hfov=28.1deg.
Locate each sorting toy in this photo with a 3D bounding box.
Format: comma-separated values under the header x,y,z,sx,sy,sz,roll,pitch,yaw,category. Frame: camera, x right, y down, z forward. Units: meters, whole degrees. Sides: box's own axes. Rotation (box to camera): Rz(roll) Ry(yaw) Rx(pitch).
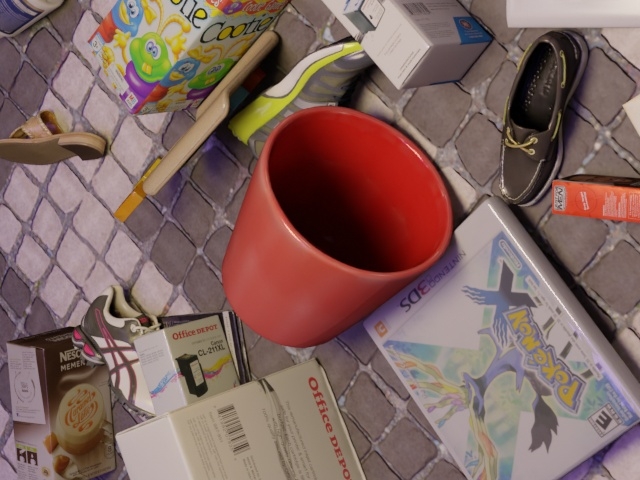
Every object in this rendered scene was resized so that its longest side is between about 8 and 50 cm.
x,y,z,sx,sy,sz,roll,pitch,yaw,category
-0.176,-0.150,1.831,0.041,0.229,0.307,39,126,-10,sorting toy

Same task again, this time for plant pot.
x,y,z,sx,sy,sz,roll,pitch,yaw,category
0.000,0.000,1.685,0.275,0.275,0.243,55,138,16,plant pot

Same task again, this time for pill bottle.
x,y,z,sx,sy,sz,roll,pitch,yaw,category
-0.505,-0.392,2.104,0.169,0.094,0.094,-23,84,39,pill bottle

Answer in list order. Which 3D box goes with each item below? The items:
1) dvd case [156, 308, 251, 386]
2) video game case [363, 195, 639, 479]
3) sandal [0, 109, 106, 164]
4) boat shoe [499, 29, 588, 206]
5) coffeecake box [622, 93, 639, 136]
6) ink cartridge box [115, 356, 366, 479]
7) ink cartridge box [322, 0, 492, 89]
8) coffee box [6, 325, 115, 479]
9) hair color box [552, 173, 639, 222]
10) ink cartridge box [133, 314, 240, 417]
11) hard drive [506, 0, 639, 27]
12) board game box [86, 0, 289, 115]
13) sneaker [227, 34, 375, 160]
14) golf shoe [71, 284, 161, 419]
x,y,z,sx,sy,sz,roll,pitch,yaw,category
-0.199,0.198,2.027,0.221,0.018,0.164,-8,92,40,dvd case
0.228,0.157,1.647,0.329,0.036,0.300,55,133,15,video game case
-0.449,-0.179,2.132,0.240,0.088,0.079,1,68,32,sandal
0.257,-0.146,1.561,0.081,0.069,0.227,26,114,32,boat shoe
0.448,-0.109,1.417,0.142,0.068,0.185,-35,77,37,coffeecake box
-0.103,0.318,1.788,0.129,0.307,0.223,-26,83,41,ink cartridge box
0.102,-0.288,1.612,0.190,0.140,0.082,51,127,20,ink cartridge box
-0.436,0.281,2.154,0.098,0.141,0.246,5,102,38,coffee box
0.351,-0.050,1.504,0.141,0.072,0.043,7,104,37,hair color box
-0.193,0.211,1.929,0.072,0.127,0.175,-21,85,38,ink cartridge box
0.361,-0.349,1.456,0.319,0.040,0.210,7,104,38,hard drive
-0.185,-0.321,1.831,0.275,0.144,0.142,-44,72,36,board game box
0.005,-0.187,1.747,0.300,0.111,0.121,-33,89,42,sneaker
-0.288,0.186,2.022,0.273,0.105,0.120,39,113,27,golf shoe
